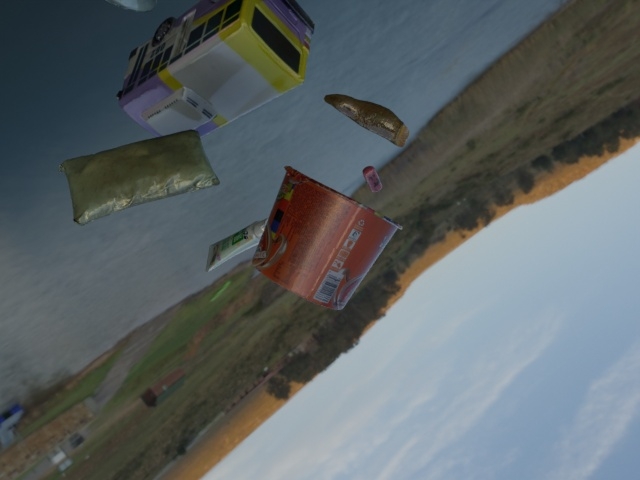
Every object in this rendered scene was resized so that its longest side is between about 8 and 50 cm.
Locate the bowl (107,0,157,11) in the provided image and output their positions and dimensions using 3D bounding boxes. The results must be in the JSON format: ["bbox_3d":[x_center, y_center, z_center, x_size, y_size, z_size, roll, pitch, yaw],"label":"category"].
[{"bbox_3d":[-0.337,-0.537,0.875,0.146,0.313,0.313,-31,-179,22],"label":"bowl"}]

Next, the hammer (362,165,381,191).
[{"bbox_3d":[0.148,-0.177,1.597,0.043,0.083,0.043,-17,-138,16],"label":"hammer"}]

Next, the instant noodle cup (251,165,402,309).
[{"bbox_3d":[0.000,0.000,1.035,0.192,0.250,0.250,-62,177,4],"label":"instant noodle cup"}]

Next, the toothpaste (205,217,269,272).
[{"bbox_3d":[-0.206,0.007,1.369,0.314,0.056,0.058,-24,-170,47],"label":"toothpaste"}]

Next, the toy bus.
[{"bbox_3d":[-0.250,-0.390,1.257,0.440,0.209,0.249,-17,-127,33],"label":"toy bus"}]

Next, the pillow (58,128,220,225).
[{"bbox_3d":[-0.379,-0.137,1.153,0.302,0.185,0.075,-18,146,-14],"label":"pillow"}]

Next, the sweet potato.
[{"bbox_3d":[0.126,-0.328,1.437,0.077,0.244,0.077,-57,176,-6],"label":"sweet potato"}]
